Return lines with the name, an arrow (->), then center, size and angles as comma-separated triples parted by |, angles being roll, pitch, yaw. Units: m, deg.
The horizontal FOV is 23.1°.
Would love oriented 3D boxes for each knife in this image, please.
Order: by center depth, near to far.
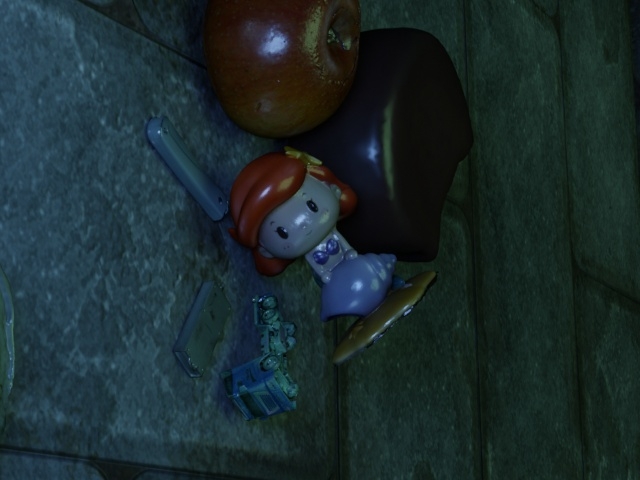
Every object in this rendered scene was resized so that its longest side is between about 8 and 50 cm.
knife -> -0.155, -0.088, 1.846 | 0.162, 0.023, 0.044 | 54, 34, -41

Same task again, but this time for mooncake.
mooncake -> 0.085, -0.131, 2.156 | 0.334, 0.174, 0.326 | 24, 65, -62

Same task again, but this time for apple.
apple -> -0.041, -0.246, 1.944 | 0.210, 0.173, 0.235 | -10, 93, -62

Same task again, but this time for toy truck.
toy truck -> -0.075, 0.137, 1.906 | 0.175, 0.081, 0.067 | -95, 160, -50

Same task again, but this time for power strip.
power strip -> -0.135, 0.099, 1.837 | 0.051, 0.019, 0.136 | 59, 35, -35

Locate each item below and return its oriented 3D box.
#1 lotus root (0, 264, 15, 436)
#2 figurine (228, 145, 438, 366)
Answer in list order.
lotus root -> -0.342, 0.099, 1.386 | 0.183, 0.078, 0.204 | 9, 79, -74
figurine -> -0.007, 0.006, 1.916 | 0.257, 0.181, 0.208 | 50, 32, -4
